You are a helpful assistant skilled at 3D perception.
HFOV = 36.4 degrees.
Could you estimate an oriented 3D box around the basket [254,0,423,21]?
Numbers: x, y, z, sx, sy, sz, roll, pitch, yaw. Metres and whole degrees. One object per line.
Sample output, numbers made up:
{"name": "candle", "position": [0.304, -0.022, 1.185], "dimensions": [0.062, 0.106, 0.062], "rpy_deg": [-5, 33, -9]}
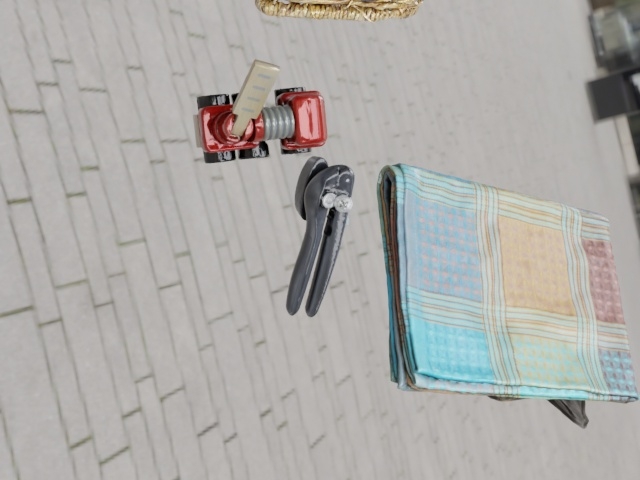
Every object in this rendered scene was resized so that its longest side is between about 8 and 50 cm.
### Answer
{"name": "basket", "position": [0.043, -0.392, 1.450], "dimensions": [0.213, 0.223, 0.299], "rpy_deg": [33, 14, -18]}

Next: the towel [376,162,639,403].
{"name": "towel", "position": [0.234, 0.058, 1.178], "dimensions": [0.370, 0.040, 0.271], "rpy_deg": [9, 66, -30]}

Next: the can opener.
{"name": "can opener", "position": [0.000, 0.000, 1.098], "dimensions": [0.073, 0.059, 0.186], "rpy_deg": [-138, -126, -67]}

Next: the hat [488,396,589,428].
{"name": "hat", "position": [0.311, 0.185, 1.627], "dimensions": [0.331, 0.134, 0.331], "rpy_deg": [157, -90, -83]}

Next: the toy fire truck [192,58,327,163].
{"name": "toy fire truck", "position": [-0.083, -0.213, 1.608], "dimensions": [0.246, 0.217, 0.158], "rpy_deg": [-164, -112, -69]}
